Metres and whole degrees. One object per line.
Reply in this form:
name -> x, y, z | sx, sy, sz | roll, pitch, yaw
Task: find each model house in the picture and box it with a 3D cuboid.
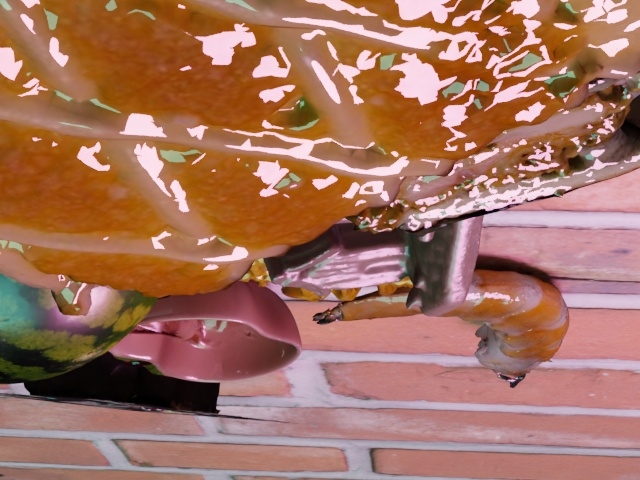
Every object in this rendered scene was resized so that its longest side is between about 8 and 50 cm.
model house -> 0.031, -0.037, 1.212 | 0.188, 0.122, 0.229 | 2, 134, -8

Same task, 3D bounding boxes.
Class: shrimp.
shrimp -> 0.159, 0.084, 1.588 | 0.287, 0.068, 0.185 | 9, 150, -32

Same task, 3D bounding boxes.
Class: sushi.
sushi -> -0.235, 0.154, 1.840 | 0.296, 0.100, 0.373 | -1, 170, 35

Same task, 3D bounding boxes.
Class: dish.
dish -> -0.128, 0.078, 1.618 | 0.213, 0.090, 0.213 | 1, 157, 0

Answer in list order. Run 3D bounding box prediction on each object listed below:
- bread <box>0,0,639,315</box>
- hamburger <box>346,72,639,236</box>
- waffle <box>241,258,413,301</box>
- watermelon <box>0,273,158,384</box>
bread -> -0.088, -0.178, 0.653 | 0.371, 0.279, 0.390 | -27, 146, 28
hamburger -> 0.100, -0.123, 0.977 | 0.288, 0.192, 0.167 | -18, 164, -1
waffle -> 0.000, 0.000, 1.433 | 0.260, 0.069, 0.293 | 23, 153, -37
watermelon -> -0.224, -0.039, 1.087 | 0.285, 0.285, 0.285 | 3, 158, 1
